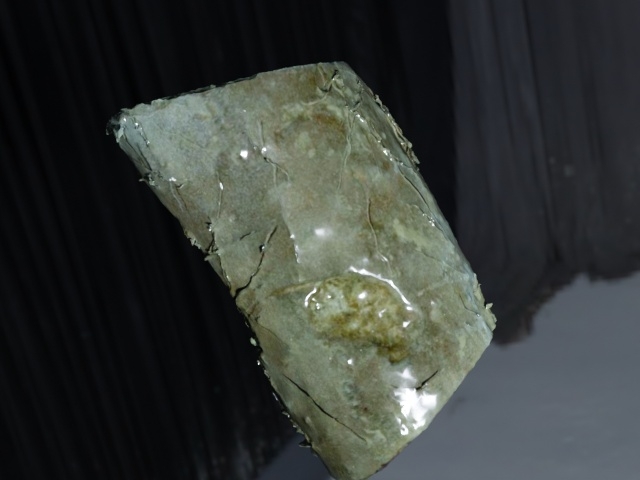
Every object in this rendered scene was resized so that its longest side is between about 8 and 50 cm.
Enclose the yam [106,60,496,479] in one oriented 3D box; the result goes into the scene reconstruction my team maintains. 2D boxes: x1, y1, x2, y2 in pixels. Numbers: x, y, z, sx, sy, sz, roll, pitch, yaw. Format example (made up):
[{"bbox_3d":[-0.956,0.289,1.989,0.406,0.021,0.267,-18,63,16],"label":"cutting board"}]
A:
[{"bbox_3d":[0.000,0.000,0.937,0.154,0.254,0.154,-34,0,0],"label":"yam"}]
